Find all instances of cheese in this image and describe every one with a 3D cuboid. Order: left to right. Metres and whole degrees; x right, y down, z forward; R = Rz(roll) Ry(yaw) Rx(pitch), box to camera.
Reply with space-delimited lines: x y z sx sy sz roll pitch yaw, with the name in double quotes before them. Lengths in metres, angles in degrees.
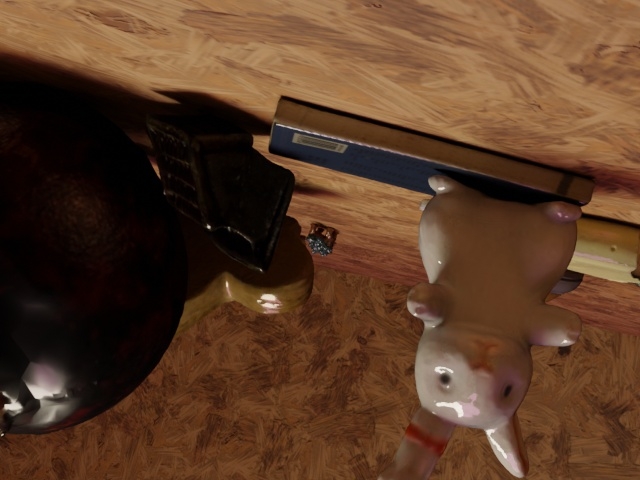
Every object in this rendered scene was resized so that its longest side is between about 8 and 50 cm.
"cheese" 0.228 -0.006 1.077 0.256 0.050 0.127 14 176 0

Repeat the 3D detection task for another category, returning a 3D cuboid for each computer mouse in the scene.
"computer mouse" 0.284 0.036 1.406 0.120 0.057 0.232 14 178 3

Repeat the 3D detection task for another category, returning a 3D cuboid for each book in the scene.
"book" 0.087 -0.067 0.928 0.269 0.025 0.191 14 177 -3

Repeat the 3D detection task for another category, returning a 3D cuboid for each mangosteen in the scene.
"mangosteen" -0.354 0.034 1.098 0.422 0.380 0.381 -25 176 -2

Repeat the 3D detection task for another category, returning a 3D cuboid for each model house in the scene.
"model house" -0.114 -0.067 0.983 0.165 0.106 0.152 25 169 47

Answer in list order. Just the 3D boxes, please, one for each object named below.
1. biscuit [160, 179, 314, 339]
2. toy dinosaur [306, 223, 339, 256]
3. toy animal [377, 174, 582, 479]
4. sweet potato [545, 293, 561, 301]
"biscuit" -0.215 0.059 1.389 0.394 0.076 0.368 -32 -139 -27
"toy dinosaur" 0.000 0.000 1.882 0.049 0.055 0.154 17 179 16
"toy animal" 0.135 0.085 0.859 0.141 0.282 0.138 11 160 5
"sweet potato" 0.306 0.060 1.722 0.195 0.056 0.056 19 177 9
